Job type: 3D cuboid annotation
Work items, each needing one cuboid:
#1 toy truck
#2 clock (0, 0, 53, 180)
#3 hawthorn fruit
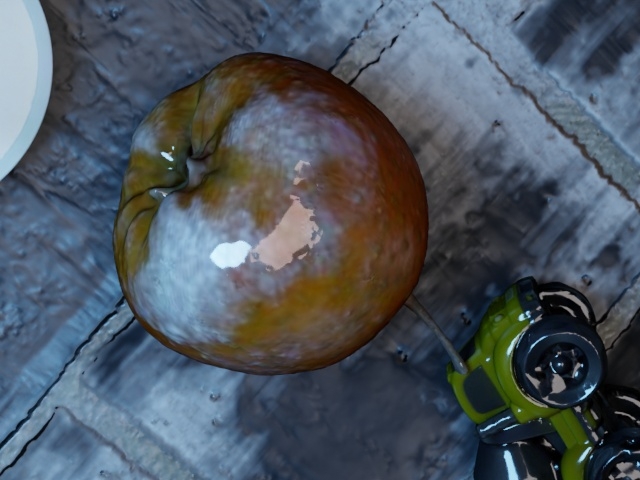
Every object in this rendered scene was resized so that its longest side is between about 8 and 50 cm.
[{"bbox_3d":[0.184,0.153,1.049,0.165,0.147,0.224,-30,99,12],"label":"toy truck"},{"bbox_3d":[-0.311,-0.129,0.916,0.230,0.083,0.230,-1,93,-13],"label":"clock"},{"bbox_3d":[-0.034,-0.017,0.940,0.231,0.263,0.235,-1,85,21],"label":"hawthorn fruit"}]
